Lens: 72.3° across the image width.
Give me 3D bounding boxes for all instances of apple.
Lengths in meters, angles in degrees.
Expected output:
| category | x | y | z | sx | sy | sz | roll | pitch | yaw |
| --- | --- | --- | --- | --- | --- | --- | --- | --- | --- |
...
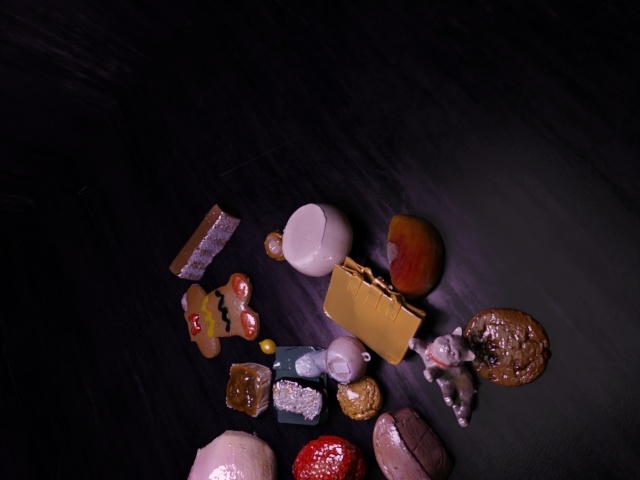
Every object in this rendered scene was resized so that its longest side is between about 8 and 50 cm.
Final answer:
| category | x | y | z | sx | sy | sz | roll | pitch | yaw |
| --- | --- | --- | --- | --- | --- | --- | --- | --- | --- |
| apple | 0.361 | 0.065 | 1.710 | 0.254 | 0.179 | 0.345 | 1 | 82 | -12 |

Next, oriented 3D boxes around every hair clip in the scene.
| category | x | y | z | sx | sy | sz | roll | pitch | yaw |
| --- | --- | --- | --- | --- | --- | --- | --- | --- | --- |
| hair clip | -0.657 | 0.307 | 2.242 | 0.116 | 0.049 | 0.172 | 19 | 96 | 31 |

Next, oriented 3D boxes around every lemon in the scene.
| category | x | y | z | sx | sy | sz | roll | pitch | yaw |
| --- | --- | --- | --- | --- | --- | --- | --- | --- | --- |
| lemon | -0.240 | 0.484 | 1.998 | 0.092 | 0.065 | 0.065 | 21 | 92 | 25 |

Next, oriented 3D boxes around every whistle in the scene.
| category | x | y | z | sx | sy | sz | roll | pitch | yaw |
| --- | --- | --- | --- | --- | --- | --- | --- | --- | --- |
| whistle | 0.054 | 0.481 | 1.763 | 0.348 | 0.189 | 0.189 | -17 | 76 | 31 |

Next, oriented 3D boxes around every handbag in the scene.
| category | x | y | z | sx | sy | sz | roll | pitch | yaw |
| --- | --- | --- | --- | --- | --- | --- | --- | --- | --- |
| handbag | -0.089 | 0.622 | 1.893 | 0.239 | 0.089 | 0.326 | -9 | 79 | 27 |
| handbag | 0.208 | 0.266 | 1.714 | 0.401 | 0.133 | 0.282 | 35 | 135 | 26 |

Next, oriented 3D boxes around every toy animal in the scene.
| category | x | y | z | sx | sy | sz | roll | pitch | yaw |
| --- | --- | --- | --- | --- | --- | --- | --- | --- | --- |
| toy animal | 0.488 | 0.471 | 1.546 | 0.188 | 0.266 | 0.307 | -32 | 51 | 12 |

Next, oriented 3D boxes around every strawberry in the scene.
| category | x | y | z | sx | sy | sz | roll | pitch | yaw |
| --- | --- | --- | --- | --- | --- | --- | --- | --- | --- |
| strawberry | 0.039 | 0.871 | 1.699 | 0.238 | 0.250 | 0.288 | 48 | 126 | 26 |

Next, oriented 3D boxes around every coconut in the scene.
| category | x | y | z | sx | sy | sz | roll | pitch | yaw |
| --- | --- | --- | --- | --- | --- | --- | --- | --- | --- |
| coconut | -0.364 | 1.031 | 1.797 | 0.405 | 0.405 | 0.404 | -4 | 81 | 26 |

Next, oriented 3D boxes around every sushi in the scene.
| category | x | y | z | sx | sy | sz | roll | pitch | yaw |
| --- | --- | --- | --- | --- | --- | --- | --- | --- | --- |
| sushi | -0.082 | 0.626 | 1.769 | 0.225 | 0.126 | 0.136 | 11 | 85 | 25 |

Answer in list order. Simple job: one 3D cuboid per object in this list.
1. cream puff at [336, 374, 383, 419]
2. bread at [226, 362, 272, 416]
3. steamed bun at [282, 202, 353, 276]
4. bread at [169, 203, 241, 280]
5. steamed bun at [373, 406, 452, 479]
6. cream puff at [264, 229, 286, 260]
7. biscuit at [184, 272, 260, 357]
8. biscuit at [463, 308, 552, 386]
| category | x | y | z | sx | sy | sz | roll | pitch | yaw |
| --- | --- | --- | --- | --- | --- | --- | --- | --- | --- |
| cream puff | 0.152 | 0.624 | 1.749 | 0.189 | 0.129 | 0.188 | -4 | 79 | 23 |
| bread | -0.328 | 0.672 | 1.990 | 0.192 | 0.110 | 0.209 | 8 | 87 | 28 |
| steamed bun | 0.000 | 0.000 | 1.847 | 0.324 | 0.206 | 0.324 | -22 | 58 | 40 |
| bread | -0.564 | 0.016 | 2.168 | 0.113 | 0.165 | 0.416 | 44 | 103 | 26 |
| steamed bun | 0.308 | 0.780 | 1.598 | 0.199 | 0.252 | 0.301 | -48 | 62 | 25 |
| cream puff | -0.184 | 0.025 | 2.012 | 0.144 | 0.103 | 0.126 | 51 | 118 | 23 |
| biscuit | -0.482 | 0.367 | 2.104 | 0.394 | 0.076 | 0.367 | -17 | 82 | 20 |
| biscuit | 0.657 | 0.379 | 1.562 | 0.296 | 0.075 | 0.295 | -3 | 83 | 27 |
